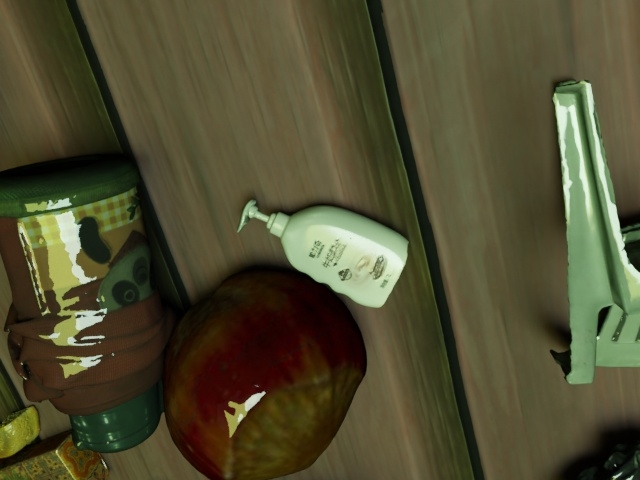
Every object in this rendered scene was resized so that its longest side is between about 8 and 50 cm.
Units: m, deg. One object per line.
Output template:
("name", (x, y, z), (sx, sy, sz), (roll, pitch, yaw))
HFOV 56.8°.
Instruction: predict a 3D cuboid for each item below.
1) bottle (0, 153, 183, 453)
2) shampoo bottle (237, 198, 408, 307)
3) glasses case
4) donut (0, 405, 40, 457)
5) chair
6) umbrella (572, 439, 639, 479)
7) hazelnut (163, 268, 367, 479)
("bottle", (-0.207, 0.062, 0.547), (0.156, 0.143, 0.271), (-16, 110, -26))
("shampoo bottle", (0.000, 0.000, 0.535), (0.152, 0.045, 0.077), (26, 114, -1))
("glasses case", (-0.363, 0.294, 0.708), (0.218, 0.049, 0.075), (-24, 103, 17))
("donut", (-0.374, 0.224, 0.689), (0.083, 0.038, 0.067), (7, 115, 5))
("chair", (0.271, 0.005, 0.434), (0.204, 0.190, 0.274), (-6, 103, 13))
("umbrella", (0.271, 0.340, 0.587), (0.154, 0.128, 0.336), (24, 116, -3))
("hazelnut", (-0.050, 0.126, 0.548), (0.201, 0.160, 0.170), (-49, 115, -15))
